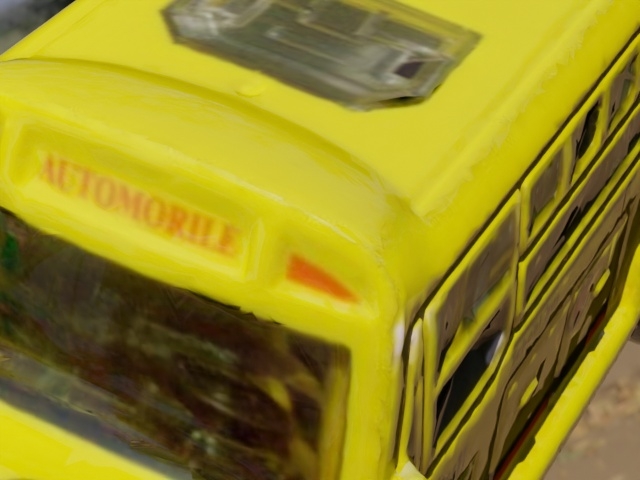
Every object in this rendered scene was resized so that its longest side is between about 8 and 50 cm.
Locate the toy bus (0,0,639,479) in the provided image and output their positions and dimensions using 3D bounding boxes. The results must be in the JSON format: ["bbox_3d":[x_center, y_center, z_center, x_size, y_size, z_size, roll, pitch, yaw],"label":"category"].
[{"bbox_3d":[0.000,0.000,0.438,0.144,0.152,0.330,22,40,18],"label":"toy bus"}]
